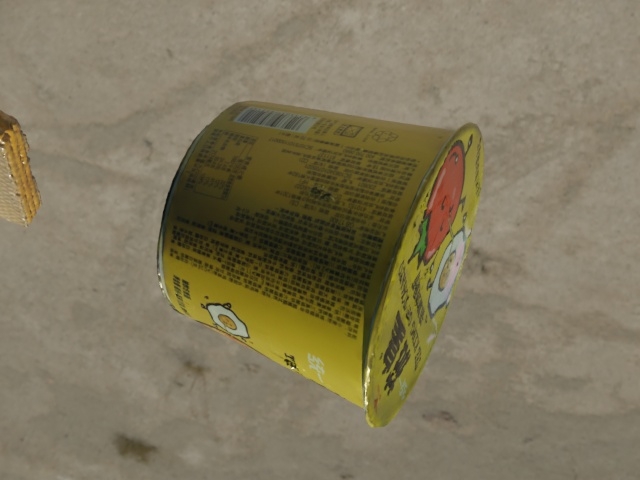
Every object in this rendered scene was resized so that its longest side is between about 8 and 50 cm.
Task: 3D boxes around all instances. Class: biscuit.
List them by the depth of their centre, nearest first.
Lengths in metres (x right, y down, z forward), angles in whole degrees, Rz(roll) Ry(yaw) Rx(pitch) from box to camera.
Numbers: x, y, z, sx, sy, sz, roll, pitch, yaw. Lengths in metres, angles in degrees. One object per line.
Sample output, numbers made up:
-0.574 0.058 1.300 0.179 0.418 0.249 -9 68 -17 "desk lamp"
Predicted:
-0.444 -0.099 1.242 0.094 0.054 0.378 22 161 -7 "biscuit"

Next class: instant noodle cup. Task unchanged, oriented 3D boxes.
0.000 0.000 0.538 0.144 0.182 0.182 19 145 19 "instant noodle cup"
